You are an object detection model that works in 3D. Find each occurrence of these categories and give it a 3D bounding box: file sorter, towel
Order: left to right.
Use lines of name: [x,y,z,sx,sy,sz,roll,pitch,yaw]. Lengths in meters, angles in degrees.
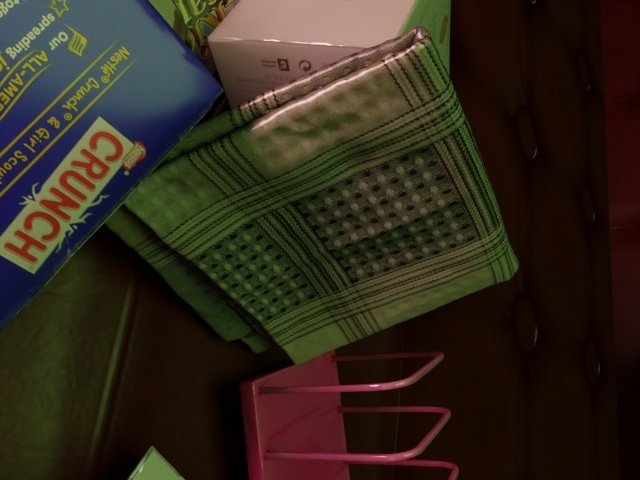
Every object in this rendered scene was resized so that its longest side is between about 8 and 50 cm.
towel: [0.000,0.000,0.545,0.312,0.324,0.056,53,22,-44]
file sorter: [0.054,0.280,0.651,0.202,0.182,0.291,0,83,-64]

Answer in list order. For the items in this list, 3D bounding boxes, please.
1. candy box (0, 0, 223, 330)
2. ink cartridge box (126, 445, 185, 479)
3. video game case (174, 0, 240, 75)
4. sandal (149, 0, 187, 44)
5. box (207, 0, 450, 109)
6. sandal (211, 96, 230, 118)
candy box: [-0.266,-0.116,0.349,0.268,0.122,0.317,-50,122,-13]
ink cartridge box: [-0.160,0.330,0.522,0.208,0.045,0.206,59,44,-27]
video game case: [-0.209,-0.214,0.502,0.269,0.061,0.244,-49,122,-25]
sandal: [-0.178,-0.231,0.446,0.090,0.060,0.219,-50,121,-25]
box: [0.040,-0.129,0.651,0.345,0.168,0.215,76,31,-49]
sandal: [-0.069,-0.163,0.715,0.097,0.054,0.255,39,55,-39]
